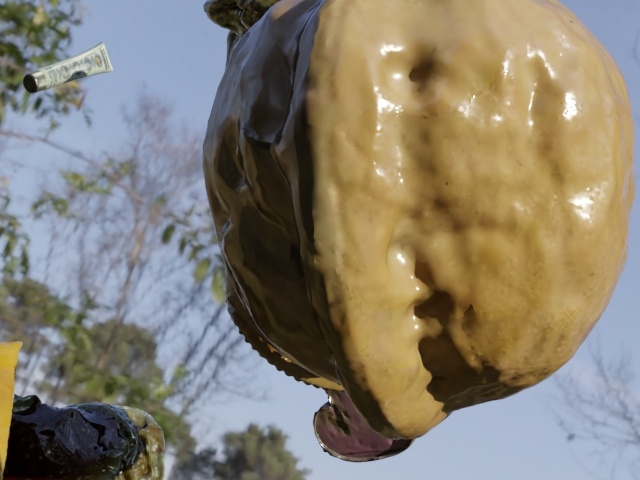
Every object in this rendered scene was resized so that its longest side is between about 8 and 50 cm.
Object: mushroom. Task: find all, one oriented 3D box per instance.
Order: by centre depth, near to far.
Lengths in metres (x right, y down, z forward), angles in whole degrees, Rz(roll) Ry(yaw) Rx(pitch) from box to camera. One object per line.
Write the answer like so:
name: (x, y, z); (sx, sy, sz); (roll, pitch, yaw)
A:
mushroom: (0.084, 0.278, 1.822); (0.188, 0.141, 0.117); (-20, 0, 18)

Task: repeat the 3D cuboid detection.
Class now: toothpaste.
toothpaste: (-0.481, -0.331, 2.183); (0.039, 0.239, 0.062); (-12, -76, 33)

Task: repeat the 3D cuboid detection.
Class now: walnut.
walnut: (0.085, -0.044, 0.938); (0.383, 0.383, 0.383); (16, -24, 7)

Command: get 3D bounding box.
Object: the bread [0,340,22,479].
bread: (-0.504, 0.342, 1.545); (0.233, 0.362, 0.245); (-39, -25, 21)

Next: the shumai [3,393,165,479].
shumai: (-0.420, 0.343, 1.755); (0.288, 0.330, 0.292); (34, -57, -26)

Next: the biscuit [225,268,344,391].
biscuit: (-0.012, 0.086, 1.462); (0.259, 0.259, 0.079); (25, -55, -14)

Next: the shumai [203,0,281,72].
shumai: (-0.011, -0.235, 1.426); (0.222, 0.204, 0.272); (-20, 15, -40)
